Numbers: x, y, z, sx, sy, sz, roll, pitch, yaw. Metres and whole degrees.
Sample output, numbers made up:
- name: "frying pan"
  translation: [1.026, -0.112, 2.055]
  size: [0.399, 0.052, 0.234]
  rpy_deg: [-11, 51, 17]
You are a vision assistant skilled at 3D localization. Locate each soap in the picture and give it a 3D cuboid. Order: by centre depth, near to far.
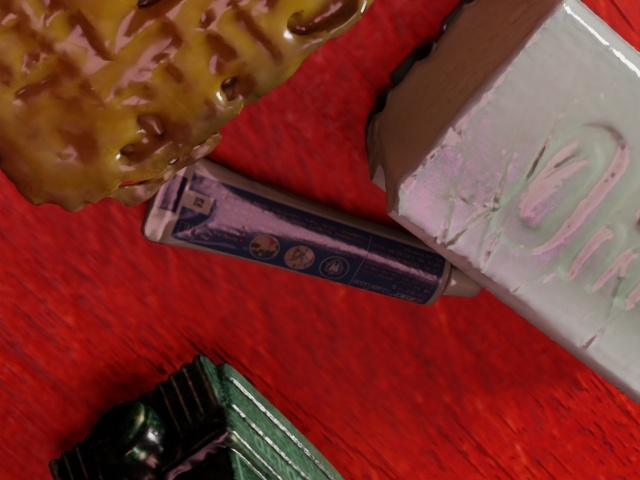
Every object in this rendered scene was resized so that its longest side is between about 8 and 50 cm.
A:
- name: "soap"
  translation: [0.157, -0.018, 0.984]
  size: [0.261, 0.094, 0.150]
  rpy_deg: [36, 107, -25]

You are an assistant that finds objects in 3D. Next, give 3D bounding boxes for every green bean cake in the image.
- name: "green bean cake"
  translation: [-0.105, -0.149, 0.839]
  size: [0.230, 0.131, 0.224]
  rpy_deg: [-35, 120, 10]

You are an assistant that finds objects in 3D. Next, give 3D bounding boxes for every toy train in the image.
- name: "toy train"
  translation: [-0.016, 0.225, 1.036]
  size: [0.138, 0.178, 0.330]
  rpy_deg: [-37, 118, 9]

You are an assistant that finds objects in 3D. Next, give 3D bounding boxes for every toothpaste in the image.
- name: "toothpaste"
  translation: [0.000, 0.000, 0.998]
  size: [0.197, 0.035, 0.057]
  rpy_deg: [17, 105, -16]
